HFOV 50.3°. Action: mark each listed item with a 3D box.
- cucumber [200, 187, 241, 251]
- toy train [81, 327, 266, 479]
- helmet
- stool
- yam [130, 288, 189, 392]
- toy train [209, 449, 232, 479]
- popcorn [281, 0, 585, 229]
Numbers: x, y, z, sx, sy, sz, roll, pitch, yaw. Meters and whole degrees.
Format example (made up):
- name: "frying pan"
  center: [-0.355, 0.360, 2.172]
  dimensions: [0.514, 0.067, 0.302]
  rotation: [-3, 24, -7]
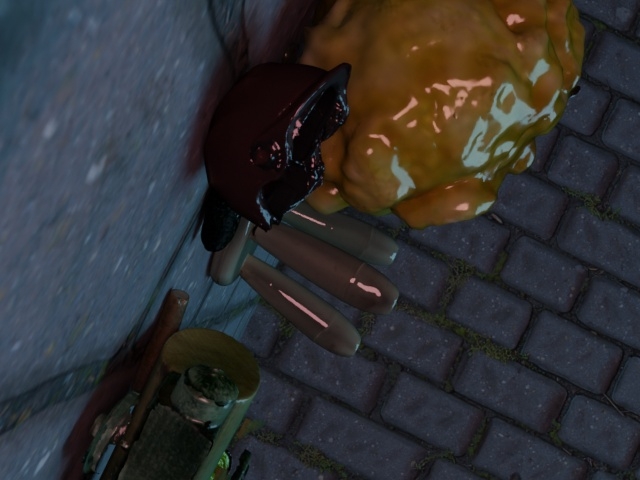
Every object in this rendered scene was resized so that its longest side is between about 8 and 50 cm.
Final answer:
- name: "cucumber"
  center: [-0.070, -0.038, 0.536]
  dimensions: [0.032, 0.032, 0.133]
  rotation: [-64, 180, -49]
- name: "toy train"
  center: [-0.135, 0.221, 0.573]
  dimensions: [0.307, 0.126, 0.189]
  rotation: [-62, 172, 17]
- name: "helmet"
  center: [-0.033, -0.068, 0.435]
  dimensions: [0.098, 0.070, 0.123]
  rotation: [-48, 161, -51]
- name: "stool"
  center: [0.000, 0.000, 0.791]
  dimensions: [0.195, 0.199, 0.195]
  rotation: [-65, -177, -31]
- name: "yam"
  center: [-0.142, 0.094, 0.598]
  dimensions: [0.021, 0.021, 0.116]
  rotation: [-65, 179, -71]
- name: "toy train"
  center: [-0.208, 0.373, 0.876]
  dimensions: [0.160, 0.100, 0.296]
  rotation: [8, 93, -55]
- name: "popcorn"
  center: [0.080, -0.141, 0.563]
  dimensions: [0.252, 0.215, 0.286]
  rotation: [-13, -135, 45]
